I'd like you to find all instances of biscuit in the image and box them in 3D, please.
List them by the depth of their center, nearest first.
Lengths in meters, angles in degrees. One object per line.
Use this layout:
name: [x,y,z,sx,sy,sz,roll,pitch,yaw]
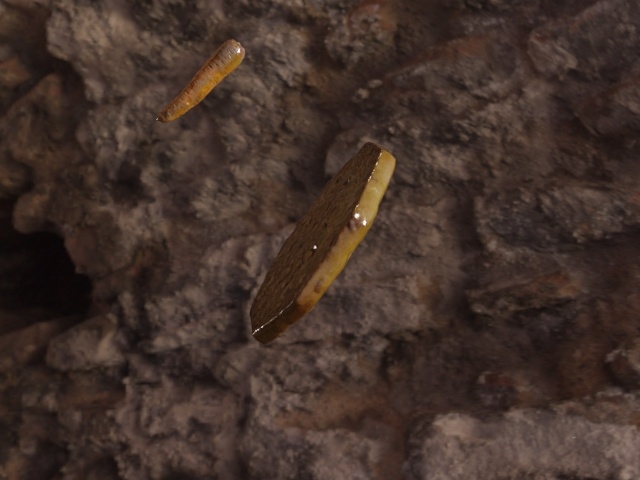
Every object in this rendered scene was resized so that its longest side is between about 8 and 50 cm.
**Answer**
biscuit: [0.001,0.000,1.291,0.359,0.046,0.359,-51,-167,17]

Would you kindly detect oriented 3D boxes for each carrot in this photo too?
carrot: [-0.202,-0.265,1.446,0.191,0.047,0.047,-45,-122,3]
